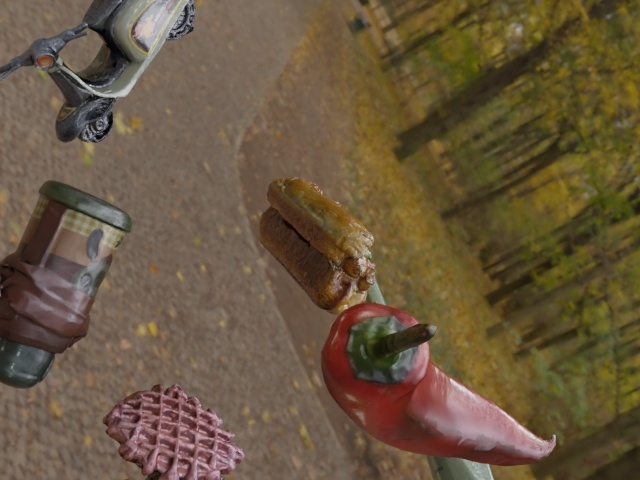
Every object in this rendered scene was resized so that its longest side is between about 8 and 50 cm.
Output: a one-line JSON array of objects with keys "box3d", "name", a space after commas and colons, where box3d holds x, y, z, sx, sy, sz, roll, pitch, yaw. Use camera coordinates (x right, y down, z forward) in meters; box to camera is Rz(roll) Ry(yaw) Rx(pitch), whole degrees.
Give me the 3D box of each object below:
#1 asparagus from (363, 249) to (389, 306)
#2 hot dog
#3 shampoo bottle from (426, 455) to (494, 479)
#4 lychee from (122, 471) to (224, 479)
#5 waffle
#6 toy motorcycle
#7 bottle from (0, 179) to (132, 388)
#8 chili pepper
[{"box3d": [0.075, 0.071, 1.998, 0.082, 0.085, 0.343, -139, -153, -72], "name": "asparagus"}, {"box3d": [0.000, 0.000, 1.658, 0.349, 0.117, 0.158, 41, -58, 58], "name": "hot dog"}, {"box3d": [0.258, 0.476, 1.471, 0.134, 0.078, 0.360, 119, -41, -58], "name": "shampoo bottle"}, {"box3d": [-0.248, 0.527, 1.697, 0.304, 0.275, 0.276, 52, 12, -11], "name": "lychee"}, {"box3d": [-0.245, 0.324, 1.629, 0.221, 0.055, 0.234, 41, 26, 26], "name": "waffle"}, {"box3d": [-0.248, -0.236, 1.131, 0.091, 0.263, 0.157, 32, -1, 38], "name": "toy motorcycle"}, {"box3d": [-0.361, 0.065, 1.310, 0.156, 0.271, 0.143, 27, -7, -33], "name": "bottle"}, {"box3d": [0.087, 0.119, 0.801, 0.368, 0.137, 0.092, 39, 48, -57], "name": "chili pepper"}]
